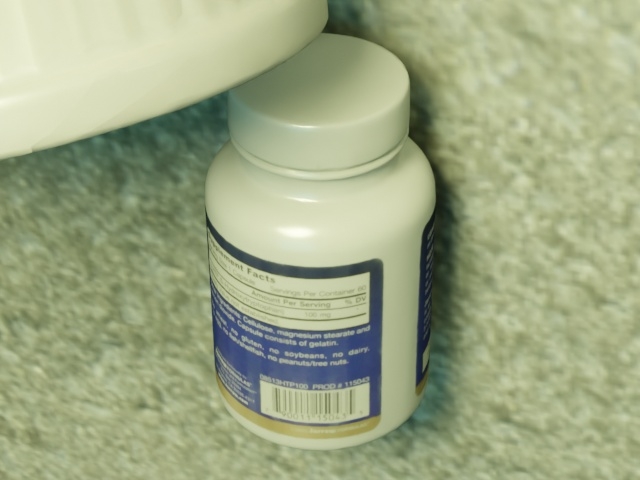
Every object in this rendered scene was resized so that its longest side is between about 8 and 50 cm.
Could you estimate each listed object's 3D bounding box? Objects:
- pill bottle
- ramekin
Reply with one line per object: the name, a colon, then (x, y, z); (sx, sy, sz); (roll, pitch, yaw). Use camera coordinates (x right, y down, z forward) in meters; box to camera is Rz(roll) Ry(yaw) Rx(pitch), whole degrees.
pill bottle: (0.000, 0.000, 0.805); (0.112, 0.112, 0.187); (13, 128, 18)
ramekin: (-0.139, -0.126, 0.690); (0.273, 0.273, 0.127); (-2, 111, 28)
